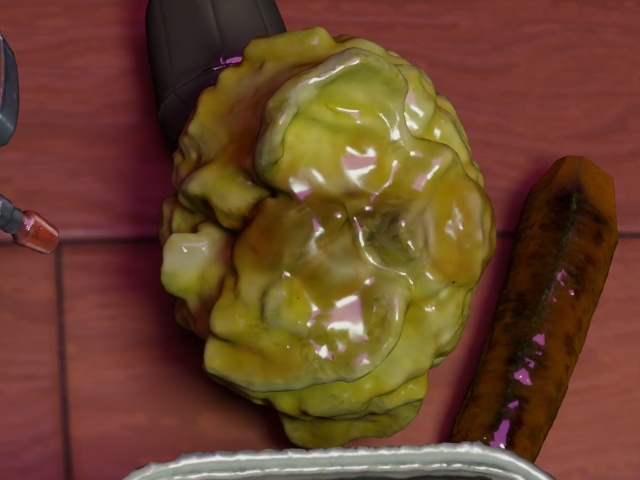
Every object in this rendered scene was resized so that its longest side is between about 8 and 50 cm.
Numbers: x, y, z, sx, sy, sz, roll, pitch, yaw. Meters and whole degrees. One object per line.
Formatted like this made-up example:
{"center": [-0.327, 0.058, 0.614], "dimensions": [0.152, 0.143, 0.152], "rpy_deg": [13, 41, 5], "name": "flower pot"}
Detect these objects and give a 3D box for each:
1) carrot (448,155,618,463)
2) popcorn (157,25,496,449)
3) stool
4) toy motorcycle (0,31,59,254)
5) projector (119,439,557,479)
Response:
{"center": [0.119, 0.083, 1.032], "dimensions": [0.066, 0.066, 0.314], "rpy_deg": [25, 60, -1], "name": "carrot"}
{"center": [0.002, -0.002, 0.955], "dimensions": [0.181, 0.217, 0.235], "rpy_deg": [6, 79, -11], "name": "popcorn"}
{"center": [-0.063, -0.115, 1.070], "dimensions": [0.096, 0.096, 0.110], "rpy_deg": [-5, 61, -17], "name": "stool"}
{"center": [-0.288, -0.035, 0.880], "dimensions": [0.325, 0.221, 0.148], "rpy_deg": [-23, 59, 24], "name": "toy motorcycle"}
{"center": [-0.009, 0.255, 0.802], "dimensions": [0.248, 0.249, 0.249], "rpy_deg": [0, 63, -16], "name": "projector"}
